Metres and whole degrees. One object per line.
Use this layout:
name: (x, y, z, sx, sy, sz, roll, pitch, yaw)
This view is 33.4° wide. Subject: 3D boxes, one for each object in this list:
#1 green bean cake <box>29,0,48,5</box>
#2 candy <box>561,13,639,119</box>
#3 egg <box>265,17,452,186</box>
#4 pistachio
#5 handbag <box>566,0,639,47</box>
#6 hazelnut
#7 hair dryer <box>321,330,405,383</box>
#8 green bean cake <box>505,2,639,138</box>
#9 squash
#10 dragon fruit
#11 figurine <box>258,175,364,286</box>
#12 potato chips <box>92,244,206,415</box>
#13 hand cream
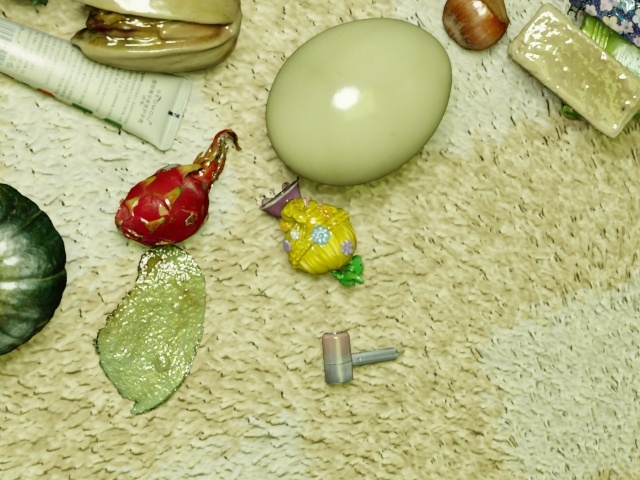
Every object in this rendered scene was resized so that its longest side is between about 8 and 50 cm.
green bean cake: (-0.395, -0.388, 1.157, 0.307, 0.169, 0.300, -33, 99, -9)
candy: (0.452, -0.214, 1.423, 0.246, 0.069, 0.149, 11, 93, -13)
egg: (0.048, -0.166, 1.267, 0.241, 0.186, 0.186, -34, 101, -21)
pistachio: (-0.187, -0.259, 1.234, 0.206, 0.131, 0.130, -4, 116, -19)
handbag: (0.429, -0.316, 1.341, 0.228, 0.127, 0.208, -33, 74, -36)
hazelnut: (0.197, -0.283, 1.357, 0.086, 0.086, 0.086, -1, 93, -14)
hair dryer: (0.058, 0.144, 1.368, 0.114, 0.037, 0.063, -5, 93, -21)
green bean cake: (0.325, -0.214, 1.350, 0.179, 0.109, 0.085, 40, 104, 0)
squash: (-0.391, 0.032, 1.178, 0.218, 0.172, 0.218, 0, 122, -1)
dragon fruit: (-0.158, -0.059, 1.277, 0.190, 0.094, 0.094, -40, 102, -20)
figurine: (0.000, 0.000, 1.303, 0.094, 0.115, 0.156, -37, 103, 1)
potato chips: (-0.208, 0.110, 1.304, 0.142, 0.026, 0.209, -6, 97, -16)
hand cream: (-0.290, -0.195, 1.253, 0.276, 0.059, 0.095, 21, 84, -18)
